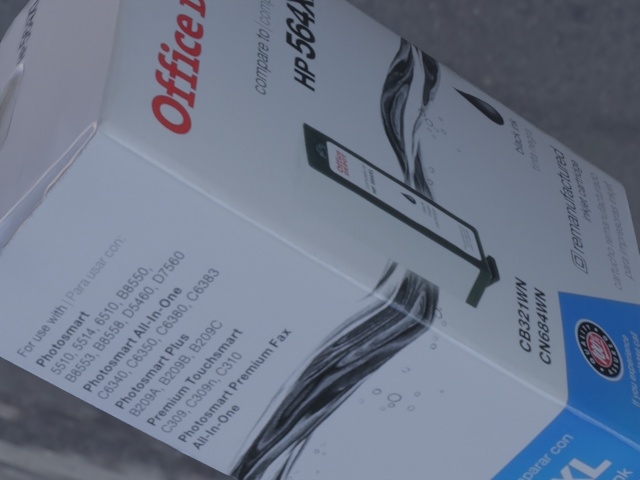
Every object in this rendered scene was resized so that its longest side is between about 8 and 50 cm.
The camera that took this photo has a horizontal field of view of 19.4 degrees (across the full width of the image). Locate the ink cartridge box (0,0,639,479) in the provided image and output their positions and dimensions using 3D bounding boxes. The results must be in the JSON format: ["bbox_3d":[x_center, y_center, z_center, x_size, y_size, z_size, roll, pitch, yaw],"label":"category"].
[{"bbox_3d":[0.000,0.000,0.569,0.203,0.148,0.086,31,122,-22],"label":"ink cartridge box"}]
